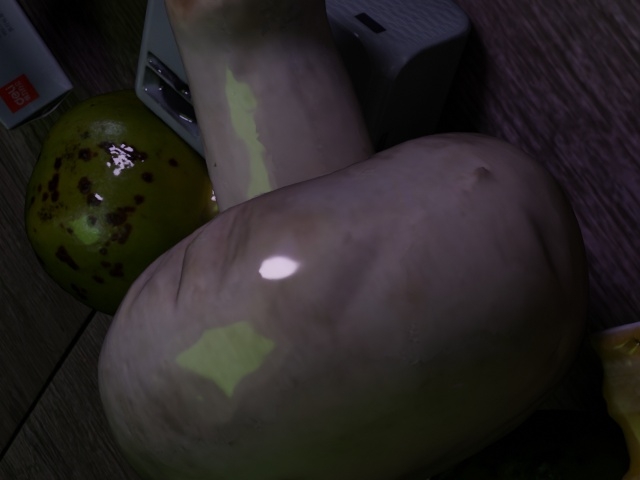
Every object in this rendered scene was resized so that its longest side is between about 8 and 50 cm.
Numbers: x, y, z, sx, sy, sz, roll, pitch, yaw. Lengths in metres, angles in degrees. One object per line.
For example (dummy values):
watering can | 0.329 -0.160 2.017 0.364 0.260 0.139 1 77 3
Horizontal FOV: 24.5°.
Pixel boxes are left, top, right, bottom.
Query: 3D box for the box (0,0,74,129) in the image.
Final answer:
box | -0.330 -0.235 1.321 0.135 0.079 0.269 52 174 50

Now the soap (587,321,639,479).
soap | 0.334 0.141 0.780 0.335 0.156 0.293 -22 90 54

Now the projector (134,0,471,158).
projector | -0.021 -0.137 1.094 0.250 0.108 0.198 41 137 26

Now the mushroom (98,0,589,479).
mushroom | 0.023 0.025 0.881 0.315 0.315 0.356 33 128 35

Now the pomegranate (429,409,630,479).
pomegranate | 0.159 0.241 1.011 0.222 0.204 0.276 37 140 12

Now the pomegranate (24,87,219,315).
pomegranate | -0.126 -0.041 1.231 0.198 0.246 0.198 61 -171 -17
